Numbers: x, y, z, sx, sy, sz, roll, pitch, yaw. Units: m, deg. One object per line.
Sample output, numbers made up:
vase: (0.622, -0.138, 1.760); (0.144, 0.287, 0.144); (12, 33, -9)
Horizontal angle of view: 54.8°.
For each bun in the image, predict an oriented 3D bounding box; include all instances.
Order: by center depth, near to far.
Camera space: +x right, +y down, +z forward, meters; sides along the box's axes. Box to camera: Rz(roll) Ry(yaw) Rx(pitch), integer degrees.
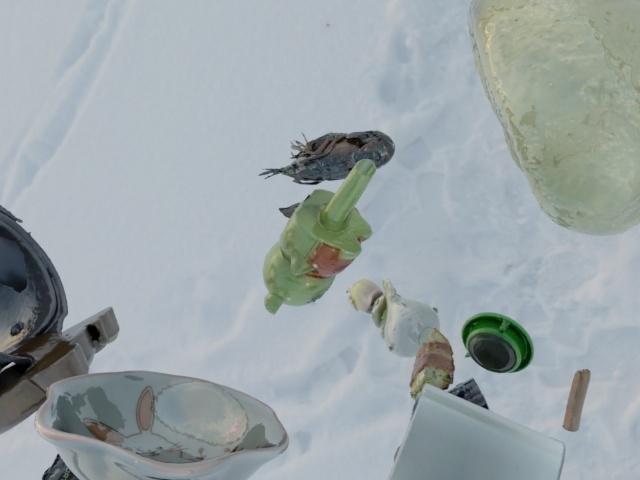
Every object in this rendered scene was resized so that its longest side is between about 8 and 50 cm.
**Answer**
bun: (0.335, -0.190, 0.780); (0.227, 0.349, 0.352); (-25, 55, 18)

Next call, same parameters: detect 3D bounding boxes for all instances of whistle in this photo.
whistle: (0.000, 0.000, 0.856); (0.106, 0.131, 0.288); (36, 131, 0)

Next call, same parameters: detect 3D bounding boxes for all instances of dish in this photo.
dish: (-0.144, 0.189, 0.557); (0.229, 0.229, 0.081); (14, 94, 35)

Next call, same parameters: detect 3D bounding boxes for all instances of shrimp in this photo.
shrimp: (0.021, -0.211, 1.661); (0.372, 0.172, 0.137); (-2, 66, 20)

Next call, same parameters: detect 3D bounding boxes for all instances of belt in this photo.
belt: (0.404, 0.465, 1.736); (0.129, 0.218, 0.122); (-29, 69, 6)

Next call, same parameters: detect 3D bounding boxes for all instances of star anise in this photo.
star anise: (-0.018, -0.080, 1.734); (0.183, 0.195, 0.065); (-6, 95, 20)

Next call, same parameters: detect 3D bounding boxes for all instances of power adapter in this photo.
power adapter: (0.212, 0.319, 0.776); (0.255, 0.124, 0.187); (21, 64, 12)

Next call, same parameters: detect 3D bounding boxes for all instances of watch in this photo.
watch: (-0.526, 0.110, 0.961); (0.314, 0.335, 0.326); (-27, 100, 11)

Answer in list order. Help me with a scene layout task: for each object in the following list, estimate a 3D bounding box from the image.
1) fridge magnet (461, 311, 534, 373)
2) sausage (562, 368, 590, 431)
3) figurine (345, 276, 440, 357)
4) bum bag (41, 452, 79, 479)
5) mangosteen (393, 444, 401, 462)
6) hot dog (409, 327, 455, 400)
fridge magnet: (0.496, 0.294, 1.744); (0.208, 0.088, 0.208); (20, 131, 24)
sausage: (0.398, 0.247, 0.958); (0.026, 0.026, 0.116); (20, 124, 34)
figurine: (0.227, 0.219, 2.108); (0.394, 0.227, 0.274); (32, 145, 49)
bum bag: (-0.334, 0.311, 0.893); (0.069, 0.102, 0.248); (-8, 49, 22)
mangosteen: (0.284, 0.569, 1.421); (0.288, 0.288, 0.287); (1, 91, 36)
hot dog: (0.301, 0.338, 1.632); (0.103, 0.213, 0.146); (24, 136, 2)
